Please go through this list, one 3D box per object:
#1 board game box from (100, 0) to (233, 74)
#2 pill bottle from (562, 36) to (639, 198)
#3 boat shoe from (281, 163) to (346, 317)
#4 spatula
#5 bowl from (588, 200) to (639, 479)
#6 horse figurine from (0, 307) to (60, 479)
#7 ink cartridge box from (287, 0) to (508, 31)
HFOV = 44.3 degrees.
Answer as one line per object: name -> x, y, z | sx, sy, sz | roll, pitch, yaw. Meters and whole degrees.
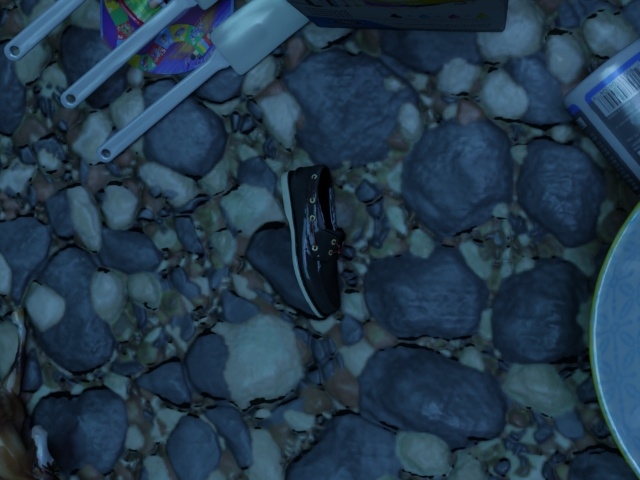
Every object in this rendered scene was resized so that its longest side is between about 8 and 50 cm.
board game box -> -0.146, -0.237, 0.707 | 0.133, 0.033, 0.169 | 3, 94, 13
pill bottle -> 0.257, -0.079, 0.599 | 0.078, 0.078, 0.137 | -39, 85, 13
boat shoe -> -0.001, 0.000, 0.680 | 0.042, 0.049, 0.133 | -11, 87, 22
spatula -> -0.152, -0.191, 0.695 | 0.242, 0.019, 0.168 | -34, 112, 15
bowl -> 0.340, 0.061, 0.511 | 0.289, 0.156, 0.290 | 4, 97, 33
horse figurine -> -0.375, 0.170, 0.774 | 0.263, 0.066, 0.175 | -12, 85, 12
ink cartridge box -> 0.054, -0.253, 0.555 | 0.171, 0.232, 0.168 | 6, 95, 13
